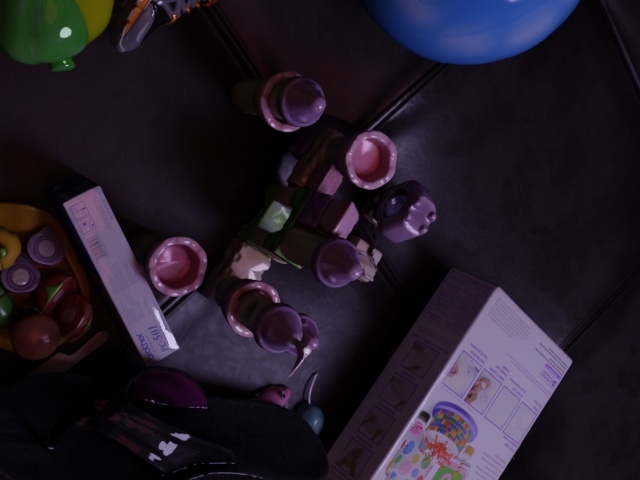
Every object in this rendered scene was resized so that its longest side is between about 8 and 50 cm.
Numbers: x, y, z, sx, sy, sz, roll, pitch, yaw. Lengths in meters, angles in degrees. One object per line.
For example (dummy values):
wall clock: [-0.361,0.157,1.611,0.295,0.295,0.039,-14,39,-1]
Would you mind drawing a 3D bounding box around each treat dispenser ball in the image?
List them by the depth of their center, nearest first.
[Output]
treat dispenser ball: [0.170,-0.344,1.034,0.288,0.288,0.288,-7,104,-27]

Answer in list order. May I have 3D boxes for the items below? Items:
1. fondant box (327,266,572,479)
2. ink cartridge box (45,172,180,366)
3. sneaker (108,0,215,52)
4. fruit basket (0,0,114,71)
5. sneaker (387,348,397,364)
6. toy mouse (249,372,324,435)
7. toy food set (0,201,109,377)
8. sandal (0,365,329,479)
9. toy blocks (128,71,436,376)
fondant box: [0.180,0.236,1.259,0.238,0.096,0.330,41,79,-40]
ink cartridge box: [-0.229,0.032,1.011,0.046,0.097,0.207,-30,113,-19]
sneaker: [-0.147,-0.282,0.997,0.083,0.084,0.215,44,78,-34]
fruit basket: [-0.270,-0.343,0.751,0.283,0.392,0.392,22,90,-30]
sneaker: [0.107,0.193,1.267,0.037,0.032,0.083,18,93,-30]
toy mouse: [-0.041,0.234,1.195,0.143,0.031,0.161,-49,118,-11]
toy food set: [-0.308,0.064,0.990,0.128,0.071,0.218,-31,114,-19]
sandal: [-0.158,0.196,0.990,0.445,0.167,0.107,12,123,-44]
toy blocks: [0.000,0.000,1.035,0.309,0.260,0.289,36,82,-29]
